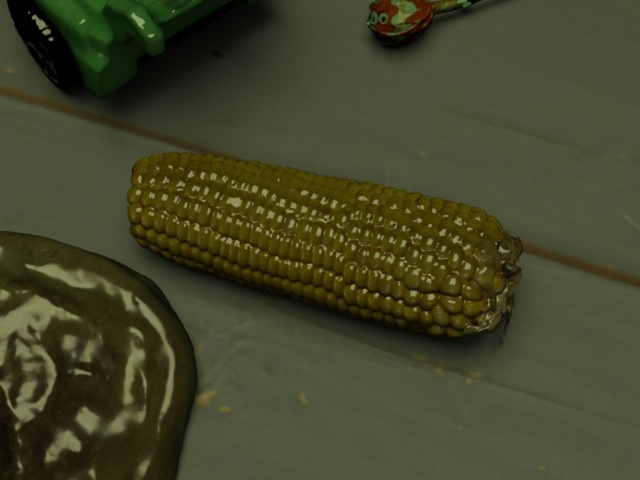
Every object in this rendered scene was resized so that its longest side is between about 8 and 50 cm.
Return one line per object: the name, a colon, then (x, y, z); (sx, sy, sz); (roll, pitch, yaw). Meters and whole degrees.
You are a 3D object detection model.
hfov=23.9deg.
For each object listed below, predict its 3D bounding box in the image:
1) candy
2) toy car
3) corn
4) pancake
candy: (0.125, -0.202, 1.260); (0.185, 0.049, 0.055); (-18, 22, -14)
toy car: (-0.174, -0.266, 1.217); (0.213, 0.176, 0.358); (-33, 69, -15)
corn: (0.000, 0.000, 1.137); (0.305, 0.106, 0.106); (13, 66, 11)
pancake: (-0.235, 0.113, 1.112); (0.294, 0.049, 0.294); (0, 64, -1)
